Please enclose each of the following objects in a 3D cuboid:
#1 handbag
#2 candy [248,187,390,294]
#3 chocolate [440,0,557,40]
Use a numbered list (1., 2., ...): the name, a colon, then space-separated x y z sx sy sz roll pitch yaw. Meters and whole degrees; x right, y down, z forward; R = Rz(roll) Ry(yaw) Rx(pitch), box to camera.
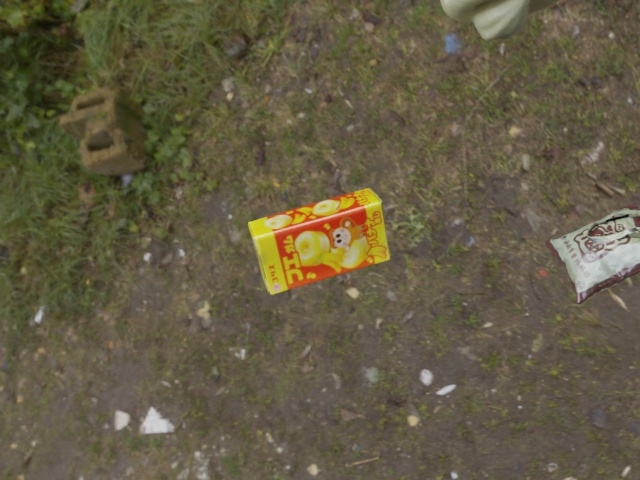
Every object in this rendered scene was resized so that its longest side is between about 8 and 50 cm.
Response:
1. handbag: 0.665 0.020 1.625 0.235 0.127 0.213 -31 33 17
2. candy: 0.000 0.000 1.460 0.276 0.146 0.088 -18 30 -7
3. chocolate: 0.377 -0.590 1.440 0.314 0.326 0.297 -10 79 27
